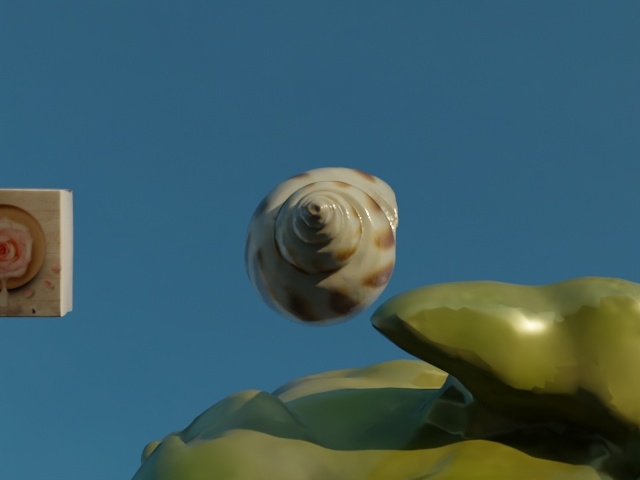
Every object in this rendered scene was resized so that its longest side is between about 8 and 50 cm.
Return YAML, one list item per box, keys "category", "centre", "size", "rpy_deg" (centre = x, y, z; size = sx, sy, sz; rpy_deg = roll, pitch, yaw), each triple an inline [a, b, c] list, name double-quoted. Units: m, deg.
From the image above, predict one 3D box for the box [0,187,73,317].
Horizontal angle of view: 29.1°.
- category: "box"
  centre: [-0.361, 0.011, 1.291]
  size: [0.199, 0.081, 0.135]
  rpy_deg: [0, -87, -5]

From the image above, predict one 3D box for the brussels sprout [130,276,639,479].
- category: "brussels sprout"
  centre: [0.089, 0.172, 0.392]
  size: [0.371, 0.314, 0.276]
  rpy_deg: [-23, -11, -20]

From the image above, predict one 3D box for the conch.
- category: "conch"
  centre: [0.000, 0.000, 1.303]
  size: [0.149, 0.182, 0.275]
  rpy_deg: [15, -11, -18]
